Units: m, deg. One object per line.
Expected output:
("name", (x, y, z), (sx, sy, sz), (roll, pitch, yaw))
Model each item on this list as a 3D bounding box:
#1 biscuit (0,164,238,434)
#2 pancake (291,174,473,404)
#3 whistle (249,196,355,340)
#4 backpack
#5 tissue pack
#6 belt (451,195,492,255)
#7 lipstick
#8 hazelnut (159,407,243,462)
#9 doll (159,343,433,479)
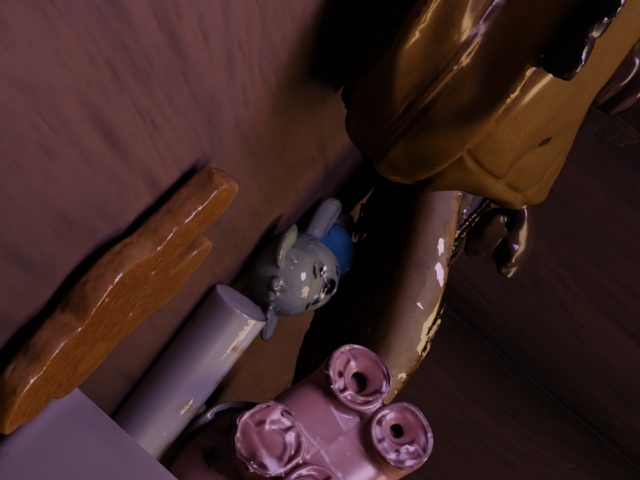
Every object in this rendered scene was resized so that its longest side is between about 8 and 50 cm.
("biscuit", (-0.143, 0.043, 1.267), (0.236, 0.040, 0.144), (-42, 162, -39))
("pancake", (0.062, 0.043, 1.896), (0.382, 0.071, 0.382), (-158, -90, -81))
("whistle", (-0.005, 0.019, 1.783), (0.236, 0.077, 0.114), (-37, 140, -68))
("backpack", (0.154, -0.163, 1.379), (0.353, 0.201, 0.378), (-56, 174, 9))
("tissue pack", (-0.196, 0.239, 1.438), (0.136, 0.159, 0.246), (-45, 171, -26))
("belt", (0.201, -0.106, 2.283), (0.359, 0.094, 0.126), (-55, 170, 26))
("lipstick", (-0.146, 0.154, 1.677), (0.264, 0.059, 0.059), (-53, 172, 11))
("hazelnut", (-0.087, 0.292, 2.114), (0.208, 0.208, 0.208), (-49, 172, -9))
("doll", (-0.039, 0.231, 1.747), (0.216, 0.284, 0.268), (-32, 173, -25))
